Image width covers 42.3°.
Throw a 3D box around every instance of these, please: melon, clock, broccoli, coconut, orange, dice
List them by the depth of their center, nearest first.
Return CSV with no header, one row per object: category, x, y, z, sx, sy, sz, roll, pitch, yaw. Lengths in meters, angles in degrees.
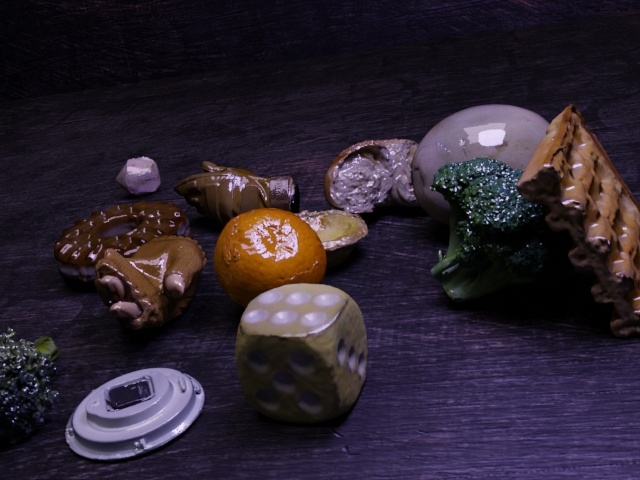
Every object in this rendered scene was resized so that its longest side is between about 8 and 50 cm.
dice,-0.027,0.177,1.314,0.169,0.169,0.166,-1,27,21
clock,-0.311,0.271,1.372,0.236,0.053,0.236,-8,25,4
broccoli,-0.544,0.261,1.444,0.198,0.177,0.275,-53,4,-9
broccoli,0.320,-0.018,1.502,0.275,0.308,0.308,-43,17,19
orange,-0.098,0.041,1.602,0.219,0.193,0.219,20,45,-21
melon,0.347,-0.151,1.753,0.330,0.268,0.268,-13,23,14
coconut,-0.525,-0.183,2.370,0.124,0.110,0.110,-11,24,-15

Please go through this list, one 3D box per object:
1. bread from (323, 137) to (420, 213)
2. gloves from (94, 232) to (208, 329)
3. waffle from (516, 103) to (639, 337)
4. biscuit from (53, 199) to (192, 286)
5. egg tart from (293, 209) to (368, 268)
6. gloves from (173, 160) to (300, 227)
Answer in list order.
bread,0.151,-0.152,1.943,0.314,0.171,0.192,-6,6,-12
gloves,-0.335,0.085,1.659,0.203,0.155,0.356,2,11,12
waffle,0.477,-0.040,1.410,0.077,0.348,0.304,-28,12,35
biscuit,-0.465,0.002,1.957,0.332,0.103,0.332,-10,25,5
egg tart,0.000,0.001,1.780,0.213,0.090,0.212,-9,26,5
gloves,-0.215,-0.106,2.033,0.331,0.154,0.141,4,26,15
